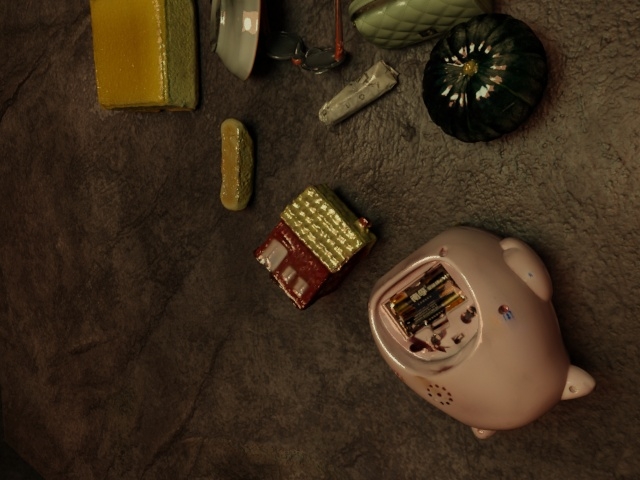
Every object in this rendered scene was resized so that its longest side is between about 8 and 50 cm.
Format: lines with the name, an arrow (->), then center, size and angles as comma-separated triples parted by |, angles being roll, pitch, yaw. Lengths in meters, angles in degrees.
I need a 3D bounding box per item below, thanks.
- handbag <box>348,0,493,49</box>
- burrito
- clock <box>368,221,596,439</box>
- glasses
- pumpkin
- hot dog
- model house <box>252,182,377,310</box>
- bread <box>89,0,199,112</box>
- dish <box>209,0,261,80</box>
handbag -> 0.175, -0.425, 0.883 | 0.256, 0.219, 0.079 | -2, 95, 36
burrito -> 0.077, -0.320, 1.069 | 0.203, 0.064, 0.064 | -28, 83, 34
clock -> 0.278, 0.175, 0.911 | 0.368, 0.250, 0.377 | -43, 75, 33
glasses -> -0.053, -0.505, 1.026 | 0.234, 0.118, 0.268 | 30, 146, 28
pumpkin -> 0.289, -0.288, 0.868 | 0.220, 0.161, 0.221 | -1, 87, 33
hot dog -> -0.218, -0.199, 1.285 | 0.084, 0.073, 0.243 | 15, 110, 36
model house -> 0.000, 0.000, 1.126 | 0.196, 0.160, 0.254 | 50, 120, 16
bread -> -0.497, -0.536, 1.368 | 0.323, 0.143, 0.333 | 9, 104, 32
dish -> -0.212, -0.512, 1.132 | 0.260, 0.085, 0.260 | 178, 90, -68
